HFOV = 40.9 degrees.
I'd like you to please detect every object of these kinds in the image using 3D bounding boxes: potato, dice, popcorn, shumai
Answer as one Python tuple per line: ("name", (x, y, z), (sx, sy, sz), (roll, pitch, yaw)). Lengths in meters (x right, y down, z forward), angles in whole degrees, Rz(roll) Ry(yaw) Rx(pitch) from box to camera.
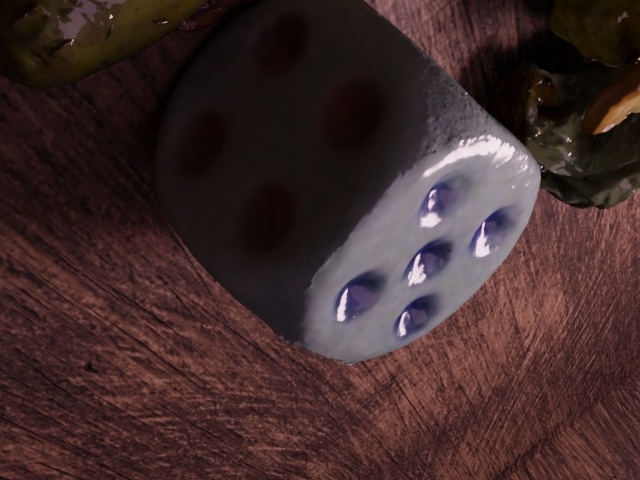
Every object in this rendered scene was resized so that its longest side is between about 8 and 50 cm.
("potato", (-0.147, -0.210, 0.609), (0.251, 0.113, 0.149), (-46, 122, 3))
("dice", (0.025, -0.065, 0.823), (0.262, 0.268, 0.265), (-49, 145, 10))
("popcorn", (0.403, -0.315, 1.011), (0.286, 0.173, 0.225), (-33, 159, -5))
("shumai", (0.336, -0.178, 1.133), (0.225, 0.222, 0.260), (-46, -174, 34))

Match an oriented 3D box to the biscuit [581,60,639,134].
("biscuit", (0.435, -0.217, 0.971), (0.299, 0.045, 0.154), (-27, 164, -17))

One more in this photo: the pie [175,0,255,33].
("pie", (-0.095, -0.223, 0.727), (0.170, 0.034, 0.092), (-33, 143, -13))
